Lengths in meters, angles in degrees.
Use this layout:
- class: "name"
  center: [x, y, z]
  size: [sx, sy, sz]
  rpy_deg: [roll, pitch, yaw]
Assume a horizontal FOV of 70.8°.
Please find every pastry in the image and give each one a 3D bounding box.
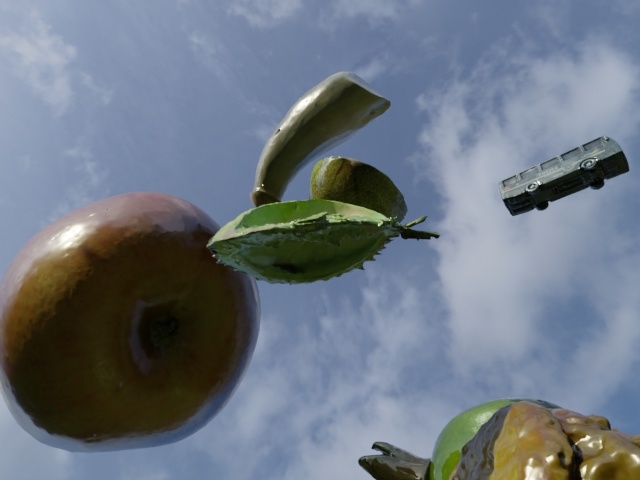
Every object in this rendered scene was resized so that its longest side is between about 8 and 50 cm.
- class: "pastry"
  center: [0.142, 0.232, 0.312]
  size: [0.132, 0.235, 0.240]
  rpy_deg: [16, -113, 18]

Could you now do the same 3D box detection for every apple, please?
- class: "apple"
  center: [-0.283, 0.130, 0.702]
  size: [0.400, 0.333, 0.400]
  rpy_deg: [-6, -76, -24]

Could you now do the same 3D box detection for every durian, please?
- class: "durian"
  center: [0.000, 0.000, 0.431]
  size: [0.215, 0.100, 0.086]
  rpy_deg: [-6, -89, -18]

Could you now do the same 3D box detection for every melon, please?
- class: "melon"
  center: [0.039, -0.060, 0.654]
  size: [0.160, 0.128, 0.079]
  rpy_deg: [21, -114, 19]

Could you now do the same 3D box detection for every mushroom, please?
- class: "mushroom"
  center: [-0.022, -0.159, 0.724]
  size: [0.270, 0.118, 0.103]
  rpy_deg: [-44, -33, 10]

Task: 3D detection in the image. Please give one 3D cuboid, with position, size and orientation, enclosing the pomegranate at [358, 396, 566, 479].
- class: "pomegranate"
  center: [0.211, 0.336, 0.569]
  size: [0.358, 0.310, 0.216]
  rpy_deg: [6, -37, 27]

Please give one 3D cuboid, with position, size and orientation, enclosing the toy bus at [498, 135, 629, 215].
- class: "toy bus"
  center: [0.352, -0.094, 0.665]
  size: [0.166, 0.065, 0.047]
  rpy_deg: [-25, -55, 28]
